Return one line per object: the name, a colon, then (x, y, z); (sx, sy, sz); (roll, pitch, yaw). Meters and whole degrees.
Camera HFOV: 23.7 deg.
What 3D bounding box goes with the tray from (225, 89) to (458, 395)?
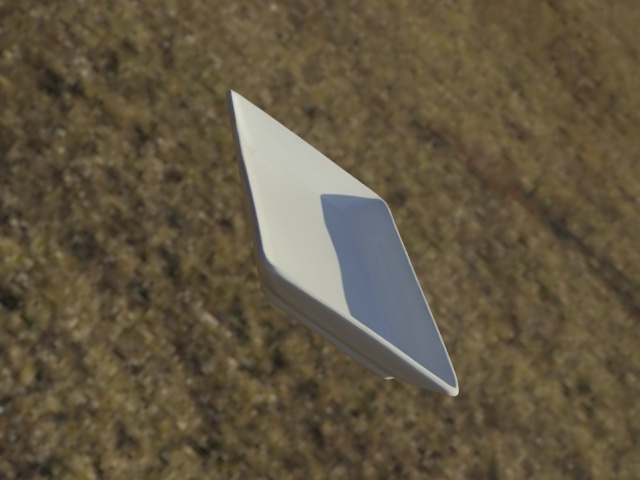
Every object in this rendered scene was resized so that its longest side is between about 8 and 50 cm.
tray: (0.000, 0.000, 0.940); (0.145, 0.030, 0.270); (36, 16, -21)
